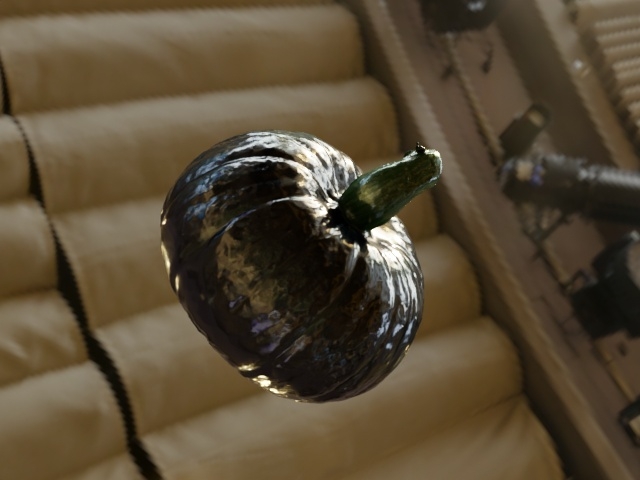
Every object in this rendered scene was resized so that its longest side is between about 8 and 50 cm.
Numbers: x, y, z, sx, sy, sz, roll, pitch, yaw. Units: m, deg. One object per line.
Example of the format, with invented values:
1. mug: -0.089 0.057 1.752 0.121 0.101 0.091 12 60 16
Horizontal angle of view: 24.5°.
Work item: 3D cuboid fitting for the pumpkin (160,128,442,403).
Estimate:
1. pumpkin: 0.000 0.000 1.238 0.248 0.248 0.248 10 -120 -18
